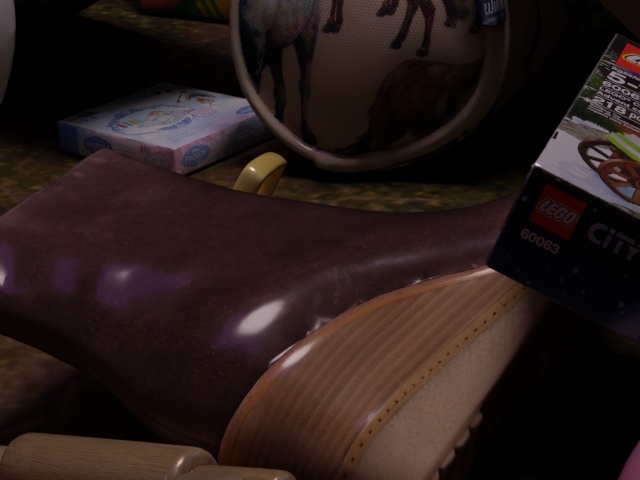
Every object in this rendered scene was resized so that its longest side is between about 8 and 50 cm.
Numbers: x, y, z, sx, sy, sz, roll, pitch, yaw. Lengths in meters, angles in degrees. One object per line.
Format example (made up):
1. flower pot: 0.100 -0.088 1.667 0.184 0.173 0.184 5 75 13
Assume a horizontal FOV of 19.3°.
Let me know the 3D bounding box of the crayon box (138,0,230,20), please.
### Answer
1. crayon box: -0.035 -0.306 1.264 0.202 0.318 0.081 10 25 30

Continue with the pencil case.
1. pencil case: 0.106 -0.183 1.122 0.160 0.183 0.410 25 30 18

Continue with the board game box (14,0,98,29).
1. board game box: -0.153 -0.185 1.154 0.208 0.056 0.347 -16 -1 -39

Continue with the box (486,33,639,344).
1. box: 0.188 0.015 0.680 0.233 0.044 0.159 27 29 6

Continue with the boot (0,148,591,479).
1. boot: 0.000 0.000 0.750 0.207 0.090 0.248 26 39 19

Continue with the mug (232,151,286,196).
1. mug: -0.039 0.004 0.838 0.078 0.062 0.064 -26 3 23

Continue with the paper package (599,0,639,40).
1. paper package: 0.272 -0.190 0.949 0.325 0.168 0.309 47 44 16

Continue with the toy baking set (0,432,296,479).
1. toy baking set: -0.105 0.097 0.589 0.256 0.030 0.197 0 8 31

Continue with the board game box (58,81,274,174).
1. board game box: -0.085 -0.064 1.068 0.090 0.020 0.090 14 27 37

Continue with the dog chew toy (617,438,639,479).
1. dog chew toy: 0.224 0.079 0.451 0.332 0.207 0.206 -8 21 9

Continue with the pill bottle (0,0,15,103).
1. pill bottle: -0.360 -0.081 0.867 0.229 0.229 0.407 14 27 36
